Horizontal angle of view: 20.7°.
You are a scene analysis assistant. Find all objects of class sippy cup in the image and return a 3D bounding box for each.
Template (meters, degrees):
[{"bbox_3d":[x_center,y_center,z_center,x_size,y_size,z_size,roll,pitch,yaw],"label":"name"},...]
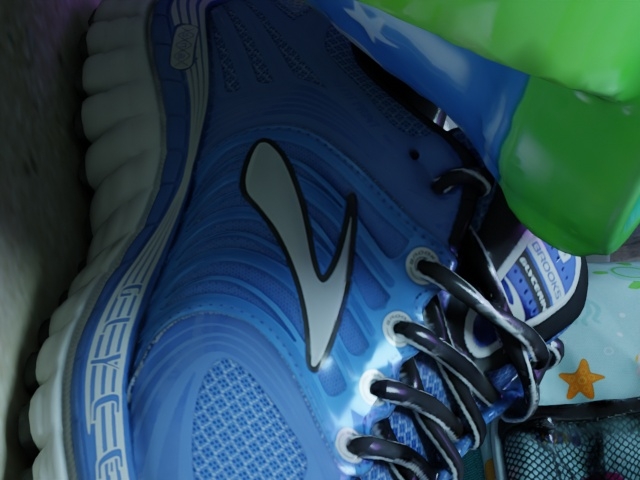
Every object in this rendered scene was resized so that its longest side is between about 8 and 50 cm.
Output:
[{"bbox_3d":[0.043,-0.150,0.466,0.224,0.240,0.305,33,-1,11],"label":"sippy cup"}]

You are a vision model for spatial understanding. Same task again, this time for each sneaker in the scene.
[{"bbox_3d":[0.005,0.030,0.509,0.129,0.147,0.330,65,16,-47],"label":"sneaker"}]

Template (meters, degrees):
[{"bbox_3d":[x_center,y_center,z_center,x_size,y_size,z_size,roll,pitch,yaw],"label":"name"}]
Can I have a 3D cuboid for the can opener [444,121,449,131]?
[{"bbox_3d":[0.000,0.000,0.730,0.280,0.093,0.074,-70,144,-57],"label":"can opener"}]

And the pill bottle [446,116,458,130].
[{"bbox_3d":[0.080,-0.260,1.065,0.224,0.224,0.392,46,32,-70],"label":"pill bottle"}]

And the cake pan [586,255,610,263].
[{"bbox_3d":[0.200,0.091,1.511,0.293,0.054,0.293,6,90,-73],"label":"cake pan"}]

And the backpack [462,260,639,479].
[{"bbox_3d":[0.097,0.133,0.716,0.225,0.191,0.253,87,7,-47],"label":"backpack"}]
